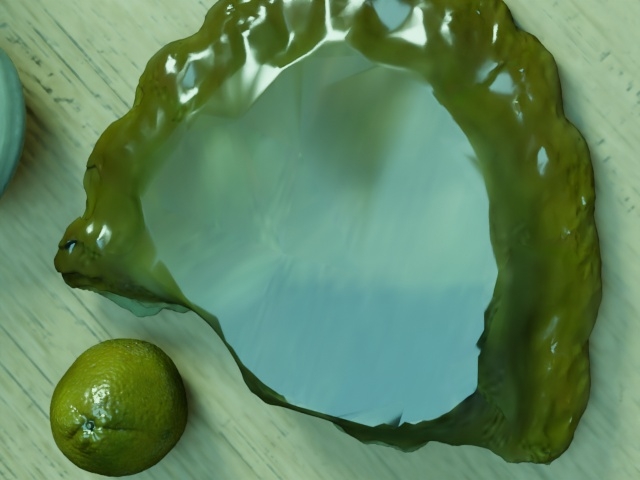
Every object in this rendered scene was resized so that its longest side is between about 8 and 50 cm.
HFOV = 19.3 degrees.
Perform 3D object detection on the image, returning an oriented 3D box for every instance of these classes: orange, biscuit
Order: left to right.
[{"bbox_3d":[-0.124,0.104,1.160,0.085,0.095,0.085,3,103,13],"label":"orange"},{"bbox_3d":[0.000,0.000,1.128,0.335,0.078,0.329,-16,87,14],"label":"biscuit"}]

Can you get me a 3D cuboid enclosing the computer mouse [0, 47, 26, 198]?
[{"bbox_3d":[-0.278,-0.077,1.195,0.231,0.079,0.128,12,92,30],"label":"computer mouse"}]
